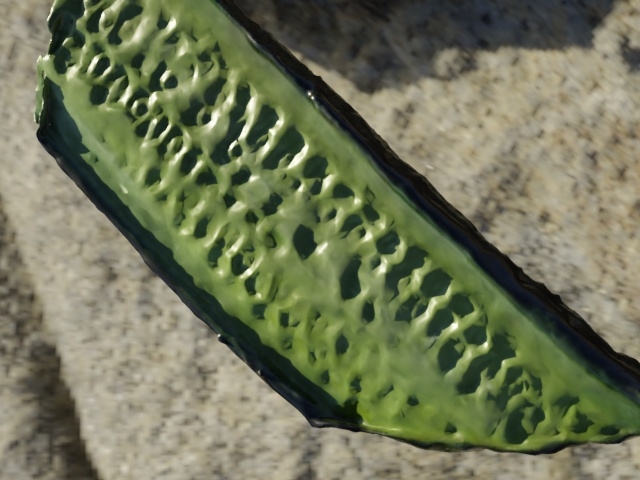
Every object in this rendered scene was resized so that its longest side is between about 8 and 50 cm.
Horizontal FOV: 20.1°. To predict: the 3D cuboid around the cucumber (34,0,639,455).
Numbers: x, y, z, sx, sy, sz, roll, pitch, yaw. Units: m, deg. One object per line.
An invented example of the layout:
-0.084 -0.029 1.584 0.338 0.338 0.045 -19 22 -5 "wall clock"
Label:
0.000 0.000 0.464 0.220 0.046 0.070 44 104 15 "cucumber"
